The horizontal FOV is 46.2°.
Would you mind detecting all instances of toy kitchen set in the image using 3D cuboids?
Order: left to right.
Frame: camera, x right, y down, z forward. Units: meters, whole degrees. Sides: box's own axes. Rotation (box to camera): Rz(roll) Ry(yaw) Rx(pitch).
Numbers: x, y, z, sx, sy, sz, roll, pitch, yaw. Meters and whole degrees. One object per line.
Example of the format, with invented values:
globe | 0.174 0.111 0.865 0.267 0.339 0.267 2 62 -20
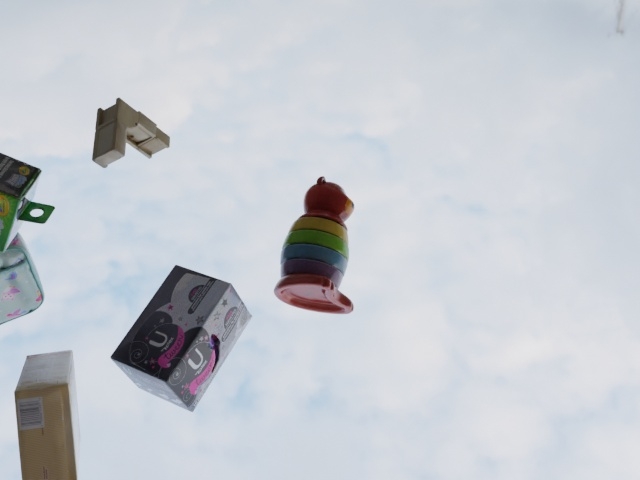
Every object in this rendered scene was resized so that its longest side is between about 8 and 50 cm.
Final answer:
toy kitchen set | -0.223 -0.098 0.842 0.068 0.083 0.075 -22 -126 25

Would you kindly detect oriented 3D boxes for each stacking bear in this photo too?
stacking bear | 0.000 0.000 1.692 0.164 0.175 0.289 -1 -117 27

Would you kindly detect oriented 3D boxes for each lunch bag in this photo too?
lunch bag | -0.778 0.099 1.674 0.279 0.224 0.108 -21 -132 -20

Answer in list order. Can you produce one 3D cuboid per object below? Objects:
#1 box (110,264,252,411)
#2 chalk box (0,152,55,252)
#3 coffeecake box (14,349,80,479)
box | -0.284 0.200 1.568 0.163 0.142 0.247 15 -120 29
chalk box | -0.615 -0.078 1.411 0.213 0.132 0.132 24 -152 -13
coffeecake box | -0.366 0.241 1.018 0.068 0.142 0.185 -5 -173 -16
